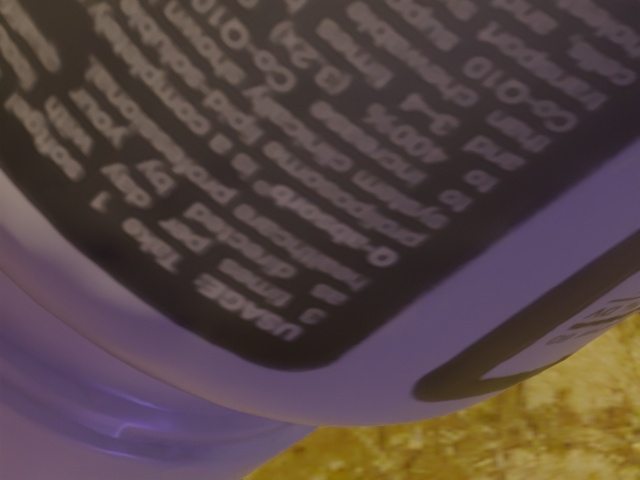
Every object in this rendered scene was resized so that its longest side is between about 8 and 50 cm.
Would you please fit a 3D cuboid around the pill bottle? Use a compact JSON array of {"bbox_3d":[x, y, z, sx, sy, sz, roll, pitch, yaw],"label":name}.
[{"bbox_3d":[0.030,-0.088,0.401,0.363,0.210,0.210,-38,75,42],"label":"pill bottle"}]
